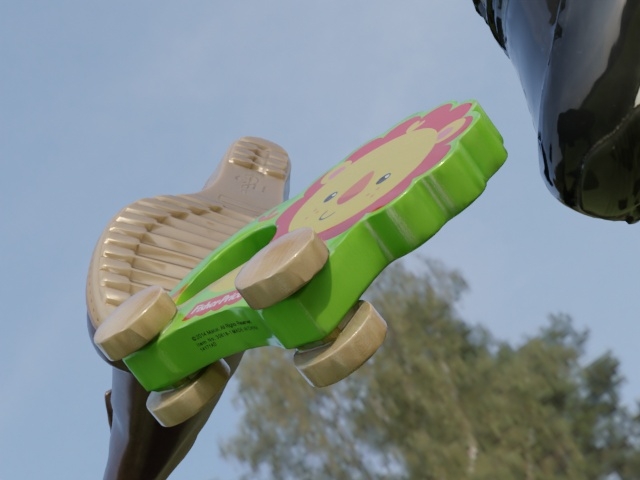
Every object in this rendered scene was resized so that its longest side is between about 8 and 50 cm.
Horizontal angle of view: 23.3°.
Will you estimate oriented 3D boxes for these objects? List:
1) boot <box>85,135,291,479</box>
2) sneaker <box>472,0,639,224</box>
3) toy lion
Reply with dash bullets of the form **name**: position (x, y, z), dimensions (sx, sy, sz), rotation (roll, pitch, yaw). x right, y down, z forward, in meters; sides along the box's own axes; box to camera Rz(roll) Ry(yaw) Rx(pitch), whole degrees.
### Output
- **boot**: position (-0.077, 0.071, 0.815), dimensions (0.090, 0.248, 0.207), rotation (21, -67, 5)
- **sneaker**: position (0.063, -0.122, 0.532), dimensions (0.124, 0.283, 0.107), rotation (1, -38, 7)
- **toy lion**: position (0.000, 0.000, 0.406), dimensions (0.100, 0.096, 0.034), rotation (-21, -68, 46)
